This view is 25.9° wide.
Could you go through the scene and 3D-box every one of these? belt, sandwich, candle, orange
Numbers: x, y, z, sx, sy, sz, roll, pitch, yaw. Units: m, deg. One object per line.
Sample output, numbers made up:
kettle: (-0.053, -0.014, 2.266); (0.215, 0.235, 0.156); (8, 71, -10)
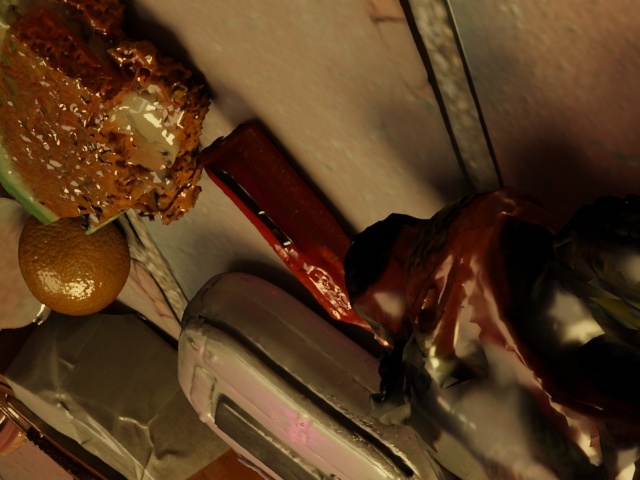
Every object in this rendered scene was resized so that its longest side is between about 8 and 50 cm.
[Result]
belt: (-0.163, 0.144, 1.129); (0.261, 0.105, 0.184); (31, 153, 26)
sandwich: (-0.147, -0.071, 0.815); (0.159, 0.079, 0.235); (35, 152, 13)
candle: (0.000, 0.000, 0.780); (0.162, 0.048, 0.053); (49, -173, -14)
orange: (-0.174, 0.011, 0.982); (0.085, 0.085, 0.085); (31, 151, 19)

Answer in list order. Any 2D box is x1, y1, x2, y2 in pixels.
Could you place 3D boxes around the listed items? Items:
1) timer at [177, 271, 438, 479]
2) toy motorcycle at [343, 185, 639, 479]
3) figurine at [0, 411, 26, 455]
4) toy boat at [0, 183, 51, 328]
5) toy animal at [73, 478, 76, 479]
timer: (-0.007, 0.117, 0.925); (0.208, 0.069, 0.191); (35, 155, 11)
toy motorcycle: (0.107, 0.109, 0.695); (0.207, 0.134, 0.401); (24, 146, 31)
figurine: (-0.347, 0.171, 1.421); (0.157, 0.126, 0.114); (-8, -95, -80)
toy boat: (-0.319, -0.062, 1.070); (0.282, 0.096, 0.206); (41, 160, 29)
toy animal: (-0.155, 0.253, 1.252); (0.205, 0.081, 0.367); (27, -160, -37)
